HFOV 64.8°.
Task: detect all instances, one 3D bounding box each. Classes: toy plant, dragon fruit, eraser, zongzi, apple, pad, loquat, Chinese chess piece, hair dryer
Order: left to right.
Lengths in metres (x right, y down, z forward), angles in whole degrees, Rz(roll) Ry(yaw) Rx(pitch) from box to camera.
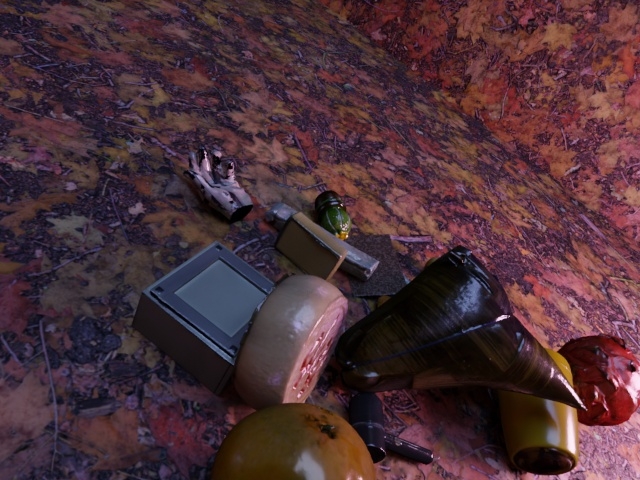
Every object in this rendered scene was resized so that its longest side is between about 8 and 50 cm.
[{"bbox_3d":[-0.053,0.194,0.948,0.112,0.269,0.270,24,33,18],"label":"Chinese chess piece"},{"bbox_3d":[-0.040,0.381,0.773,0.263,0.263,0.262,19,38,-16],"label":"loquat"},{"bbox_3d":[-0.026,0.020,1.298,0.172,0.117,0.058,39,37,12],"label":"eraser"},{"bbox_3d":[0.038,-0.067,1.467,0.093,0.092,0.162,6,44,-30],"label":"toy plant"},{"bbox_3d":[0.146,0.064,1.419,0.159,0.003,0.234,-2,44,-9],"label":"pad"},{"bbox_3d":[0.154,0.404,1.024,0.219,0.071,0.124,28,36,-16],"label":"hair dryer"},{"bbox_3d":[0.353,0.092,1.519,0.084,0.071,0.083,19,38,-16],"label":"apple"},{"bbox_3d":[0.282,0.283,1.061,0.404,0.208,0.432,-35,79,-7],"label":"zongzi"},{"bbox_3d":[0.725,0.368,1.335,0.241,0.240,0.252,36,25,7],"label":"dragon fruit"}]

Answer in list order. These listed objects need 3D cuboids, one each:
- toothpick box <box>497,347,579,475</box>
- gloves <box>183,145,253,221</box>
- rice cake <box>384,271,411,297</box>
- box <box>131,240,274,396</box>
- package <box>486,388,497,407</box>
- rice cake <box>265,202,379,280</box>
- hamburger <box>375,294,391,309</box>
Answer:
[{"bbox_3d":[0.509,0.402,1.182,0.175,0.175,0.271,26,43,-8],"label":"toothpick box"},{"bbox_3d":[-0.278,-0.149,1.333,0.128,0.111,0.212,-37,74,-26],"label":"gloves"},{"bbox_3d":[0.256,0.181,1.369,0.085,0.040,0.226,-17,57,-38],"label":"rice cake"},{"bbox_3d":[-0.208,0.144,1.018,0.225,0.117,0.225,37,38,8],"label":"box"},{"bbox_3d":[0.396,0.267,1.276,0.204,0.062,0.250,51,32,-41],"label":"package"},{"bbox_3d":[0.000,0.000,1.376,0.337,0.062,0.066,30,41,7],"label":"rice cake"},{"bbox_3d":[0.184,0.182,1.319,0.084,0.044,0.076,20,37,-10],"label":"hamburger"}]
